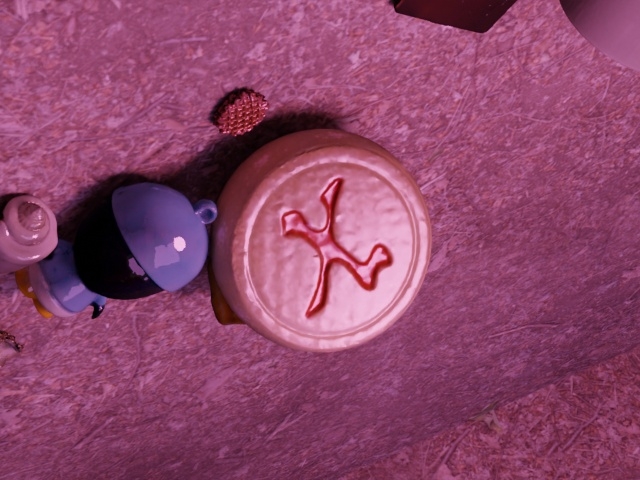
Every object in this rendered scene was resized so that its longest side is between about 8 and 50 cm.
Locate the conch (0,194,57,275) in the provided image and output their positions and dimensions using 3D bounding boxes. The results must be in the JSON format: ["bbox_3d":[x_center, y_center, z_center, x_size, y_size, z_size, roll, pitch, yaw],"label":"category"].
[{"bbox_3d":[-0.433,-0.005,1.745,0.104,0.094,0.176,-20,-179,-44],"label":"conch"}]

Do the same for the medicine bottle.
[{"bbox_3d":[0.489,-0.389,1.764,0.238,0.238,0.232,-9,147,-34],"label":"medicine bottle"}]

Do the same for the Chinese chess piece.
[{"bbox_3d":[0.000,0.000,1.888,0.338,0.140,0.338,-4,102,-17],"label":"Chinese chess piece"}]

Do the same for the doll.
[{"bbox_3d":[-0.289,0.014,1.827,0.314,0.141,0.177,-23,124,13],"label":"doll"}]

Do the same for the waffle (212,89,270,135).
[{"bbox_3d":[-0.111,-0.182,1.778,0.075,0.029,0.083,9,132,-50],"label":"waffle"}]

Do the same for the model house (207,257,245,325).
[{"bbox_3d":[-0.070,0.027,2.060,0.239,0.173,0.268,-10,118,-9],"label":"model house"}]

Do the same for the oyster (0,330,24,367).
[{"bbox_3d":[-0.514,0.164,1.953,0.103,0.051,0.148,-21,167,-20],"label":"oyster"}]

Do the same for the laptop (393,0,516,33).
[{"bbox_3d":[0.211,-0.365,1.778,0.207,0.026,0.154,3,140,-44],"label":"laptop"}]
